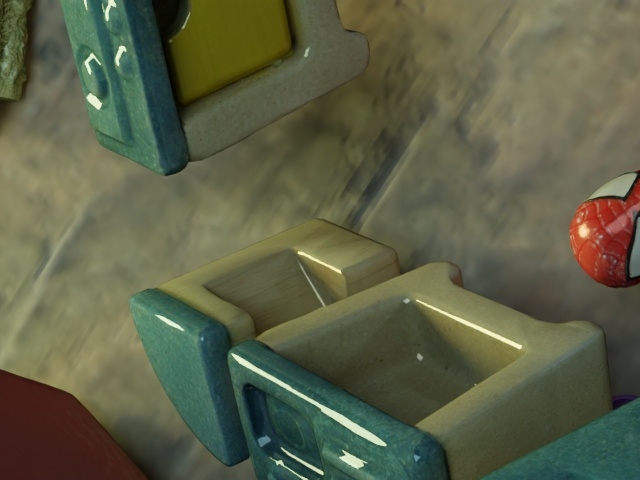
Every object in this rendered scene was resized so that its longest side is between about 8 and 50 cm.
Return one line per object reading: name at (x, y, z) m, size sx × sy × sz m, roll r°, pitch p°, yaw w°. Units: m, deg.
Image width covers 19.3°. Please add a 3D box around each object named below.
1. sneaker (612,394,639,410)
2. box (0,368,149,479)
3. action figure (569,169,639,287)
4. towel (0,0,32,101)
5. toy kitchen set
sneaker at (0.056, 0.117, 0.483) m, size 0.071 × 0.068 × 0.170 m, roll 31°, pitch 87°, yaw 41°
box at (-0.089, 0.141, 0.465) m, size 0.232 × 0.127 × 0.148 m, roll 40°, pitch 102°, yaw 44°
action figure at (0.159, -0.079, 0.417) m, size 0.280 × 0.139 × 0.091 m, roll -38°, pitch 67°, yaw 18°
towel at (-0.141, -0.108, 0.622) m, size 0.110 × 0.027 × 0.148 m, roll 3°, pitch 83°, yaw 25°
toy kitchen set at (0.000, 0.000, 0.416) m, size 0.207 × 0.122 × 0.166 m, roll 23°, pitch 130°, yaw 53°
